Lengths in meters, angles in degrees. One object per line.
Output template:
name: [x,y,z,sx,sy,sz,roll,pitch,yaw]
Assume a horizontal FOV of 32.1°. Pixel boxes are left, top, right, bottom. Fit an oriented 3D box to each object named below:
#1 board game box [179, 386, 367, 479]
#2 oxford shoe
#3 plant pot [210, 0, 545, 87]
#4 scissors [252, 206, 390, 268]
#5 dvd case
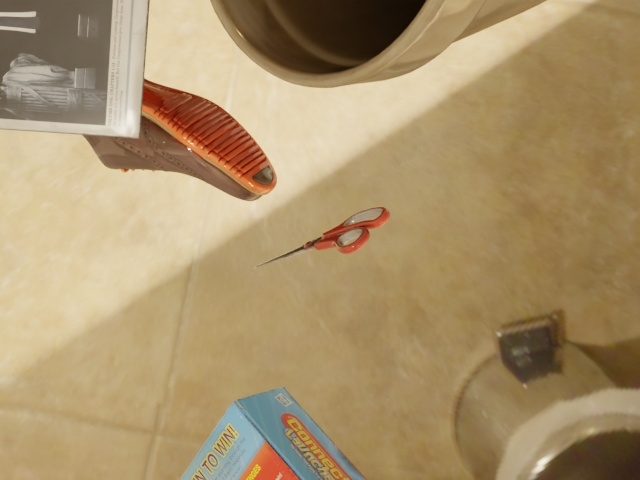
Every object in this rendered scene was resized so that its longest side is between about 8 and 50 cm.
board game box: [-0.042,0.365,1.132,0.302,0.086,0.308,46,118,24]
oxford shoe: [-0.169,-0.108,1.167,0.271,0.097,0.098,33,117,10]
plant pot: [0.093,-0.294,0.940,0.280,0.323,0.323,-9,103,-42]
scissors: [0.000,0.000,1.903,0.021,0.297,0.109,50,54,-21]
dvd case: [-0.259,-0.179,0.891,0.239,0.029,0.179,2,105,-16]
